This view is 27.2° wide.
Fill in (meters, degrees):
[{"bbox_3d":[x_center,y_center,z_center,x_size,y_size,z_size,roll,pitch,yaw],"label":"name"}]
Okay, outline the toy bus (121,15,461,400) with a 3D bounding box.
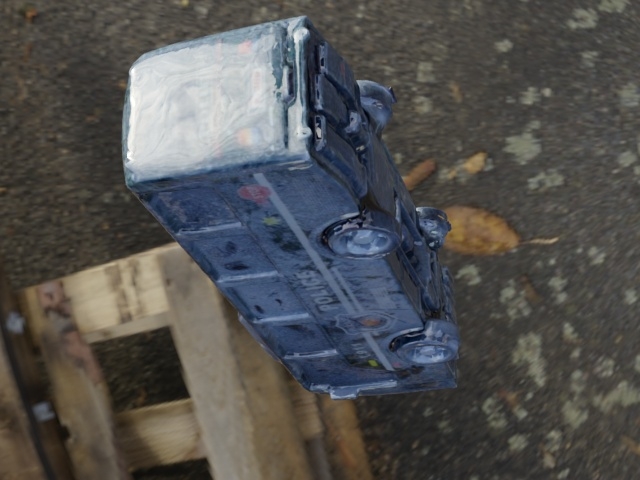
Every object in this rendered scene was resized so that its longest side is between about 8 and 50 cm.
[{"bbox_3d":[0.000,0.000,0.384,0.065,0.166,0.047,-9,62,14],"label":"toy bus"}]
